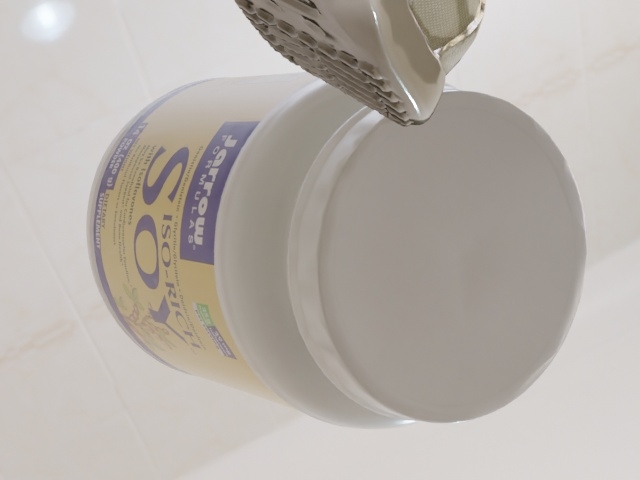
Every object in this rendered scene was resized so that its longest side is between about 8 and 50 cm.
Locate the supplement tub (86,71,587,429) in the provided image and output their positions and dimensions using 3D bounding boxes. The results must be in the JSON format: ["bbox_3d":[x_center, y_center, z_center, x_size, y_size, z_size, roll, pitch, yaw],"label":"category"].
[{"bbox_3d":[0.000,0.000,0.962,0.241,0.241,0.331,-42,-157,-22],"label":"supplement tub"}]

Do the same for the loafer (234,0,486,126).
[{"bbox_3d":[0.002,-0.122,0.407,0.102,0.268,0.092,29,-97,16],"label":"loafer"}]
